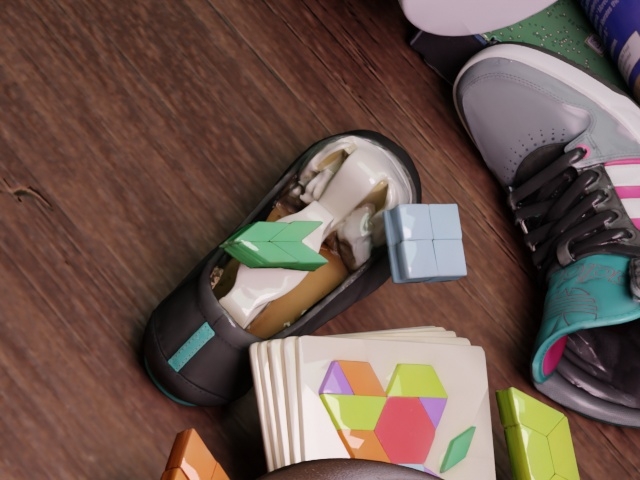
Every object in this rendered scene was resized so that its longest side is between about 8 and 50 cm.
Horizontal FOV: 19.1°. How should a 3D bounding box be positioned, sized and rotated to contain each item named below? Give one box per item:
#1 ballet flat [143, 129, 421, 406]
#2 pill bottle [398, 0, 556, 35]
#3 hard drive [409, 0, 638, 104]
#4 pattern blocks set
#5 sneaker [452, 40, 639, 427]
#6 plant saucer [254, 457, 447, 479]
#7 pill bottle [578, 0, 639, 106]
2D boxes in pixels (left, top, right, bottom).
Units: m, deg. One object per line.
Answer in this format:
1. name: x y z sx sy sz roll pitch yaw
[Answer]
1. ballet flat: 0.000 0.000 1.153 0.095 0.096 0.280 40 47 1
2. pill bottle: 0.078 -0.291 1.274 0.161 0.161 0.283 -2 61 -33
3. hard drive: 0.251 -0.107 1.405 0.339 0.064 0.237 40 47 -2
4. pattern blocks set: 0.037 0.138 1.062 0.285 0.026 0.325 -13 85 -37
5. sneaker: 0.172 0.011 1.242 0.295 0.124 0.178 46 38 2
6. plant saucer: 0.067 0.238 0.943 0.310 0.050 0.310 26 42 -27
7. pill bottle: 0.239 -0.220 1.330 0.153 0.153 0.264 -12 66 -37
